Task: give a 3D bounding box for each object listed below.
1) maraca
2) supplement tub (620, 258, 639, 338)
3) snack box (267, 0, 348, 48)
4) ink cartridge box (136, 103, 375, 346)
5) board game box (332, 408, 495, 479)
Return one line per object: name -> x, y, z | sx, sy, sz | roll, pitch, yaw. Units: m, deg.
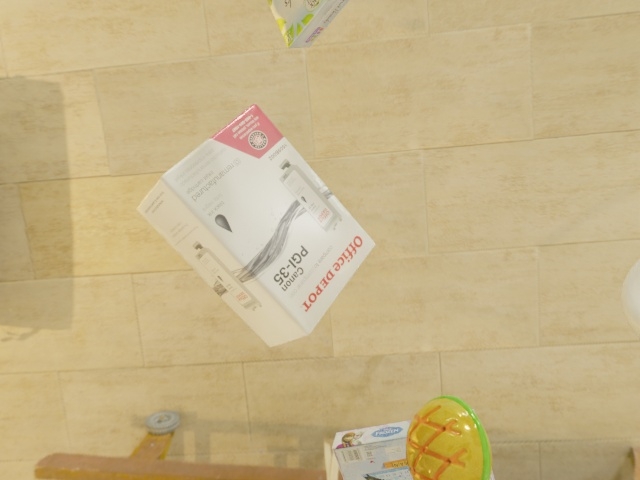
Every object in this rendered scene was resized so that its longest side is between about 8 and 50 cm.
maraca -> 0.168, 0.294, 0.684 | 0.099, 0.186, 0.127 | 17, 140, -31
supplement tub -> 0.439, 0.100, 0.578 | 0.144, 0.144, 0.199 | -44, 118, 10
snack box -> -0.008, -0.297, 0.587 | 0.141, 0.037, 0.100 | -32, 80, 51
ink cartridge box -> -0.082, -0.020, 0.773 | 0.283, 0.207, 0.117 | 48, 143, -11
board game box -> 0.225, 0.551, 1.175 | 0.318, 0.066, 0.318 | -15, 102, 16
